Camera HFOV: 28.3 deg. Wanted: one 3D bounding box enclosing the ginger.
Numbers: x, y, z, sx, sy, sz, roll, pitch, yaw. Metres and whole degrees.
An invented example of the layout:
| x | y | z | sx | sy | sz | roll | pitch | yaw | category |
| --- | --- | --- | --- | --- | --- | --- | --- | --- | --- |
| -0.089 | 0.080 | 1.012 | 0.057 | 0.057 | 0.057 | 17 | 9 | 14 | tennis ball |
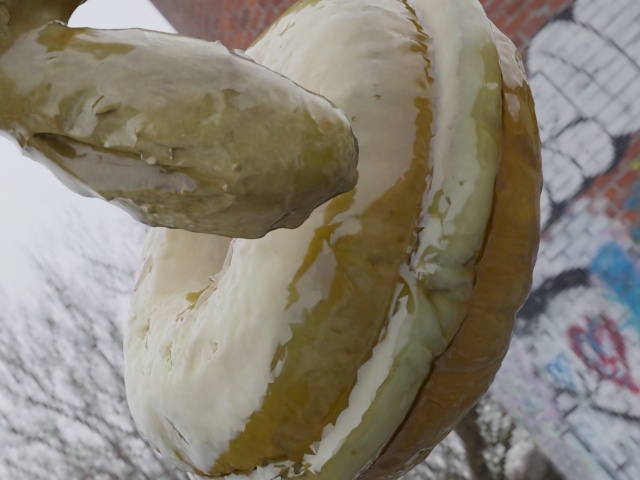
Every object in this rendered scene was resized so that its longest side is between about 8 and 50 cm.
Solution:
| x | y | z | sx | sy | sz | roll | pitch | yaw | category |
| --- | --- | --- | --- | --- | --- | --- | --- | --- | --- |
| -0.204 | -0.124 | 0.562 | 0.348 | 0.363 | 0.122 | -22 | 13 | 3 | ginger |

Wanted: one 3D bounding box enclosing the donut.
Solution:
| x | y | z | sx | sy | sz | roll | pitch | yaw | category |
| --- | --- | --- | --- | --- | --- | --- | --- | --- | --- |
| 0.000 | 0.000 | 0.960 | 0.198 | 0.448 | 0.449 | 18 | -51 | -23 | donut |
